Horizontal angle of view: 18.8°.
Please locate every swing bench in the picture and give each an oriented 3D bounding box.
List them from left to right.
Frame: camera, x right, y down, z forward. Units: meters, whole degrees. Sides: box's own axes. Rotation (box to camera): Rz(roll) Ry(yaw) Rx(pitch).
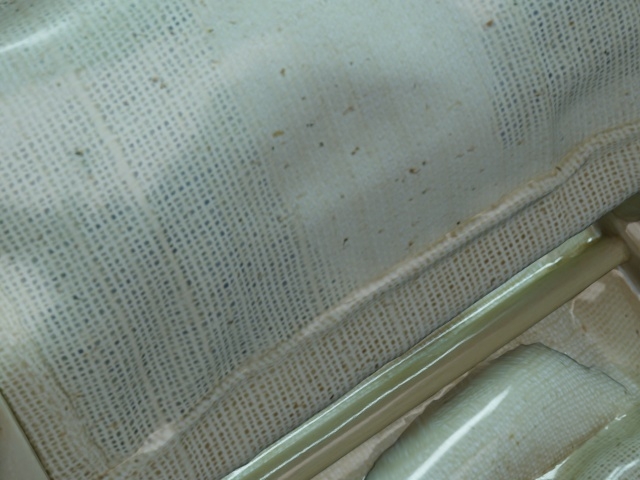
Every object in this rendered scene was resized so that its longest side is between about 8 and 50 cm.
[{"bbox_3d":[0.000,0.000,0.434,0.253,0.255,0.165,-33,69,-19],"label":"swing bench"}]
